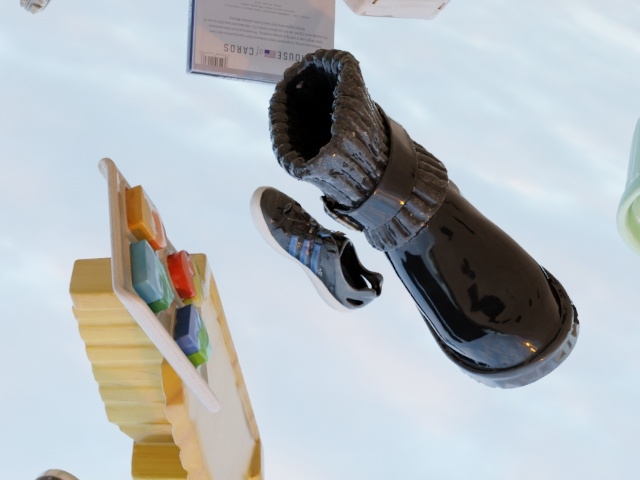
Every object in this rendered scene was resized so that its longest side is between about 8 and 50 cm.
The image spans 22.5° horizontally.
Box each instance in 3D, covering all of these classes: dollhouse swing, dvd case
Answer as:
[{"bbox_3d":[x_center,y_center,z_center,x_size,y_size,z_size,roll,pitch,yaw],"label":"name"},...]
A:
[{"bbox_3d":[-0.249,0.244,2.298,0.315,0.347,0.305,-3,-152,23],"label":"dollhouse swing"},{"bbox_3d":[-0.066,-0.300,1.881,0.179,0.239,0.029,6,172,-24],"label":"dvd case"}]

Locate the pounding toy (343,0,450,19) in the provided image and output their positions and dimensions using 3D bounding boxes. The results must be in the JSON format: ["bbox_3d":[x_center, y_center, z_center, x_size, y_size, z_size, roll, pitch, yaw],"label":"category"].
[{"bbox_3d":[0.031,-0.190,1.010,0.181,0.094,0.206,49,-156,14],"label":"pounding toy"}]

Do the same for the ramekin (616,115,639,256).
[{"bbox_3d":[0.529,-0.080,2.029,0.303,0.303,0.148,18,-119,-17],"label":"ramekin"}]

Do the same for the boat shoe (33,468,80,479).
[{"bbox_3d":[-0.272,0.432,2.126,0.324,0.116,0.097,38,-156,6],"label":"boat shoe"}]

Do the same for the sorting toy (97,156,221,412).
[{"bbox_3d":[-0.150,0.040,1.561,0.208,0.038,0.193,-107,-11,-46],"label":"sorting toy"}]

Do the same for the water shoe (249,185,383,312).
[{"bbox_3d":[0.000,0.000,1.996,0.203,0.080,0.073,47,-135,-18],"label":"water shoe"}]

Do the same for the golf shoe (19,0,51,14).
[{"bbox_3d":[-0.195,-0.262,1.252,0.069,0.176,0.086,40,-146,2],"label":"golf shoe"}]

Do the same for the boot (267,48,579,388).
[{"bbox_3d":[0.089,-0.022,1.565,0.260,0.131,0.348,48,180,-41],"label":"boot"}]
